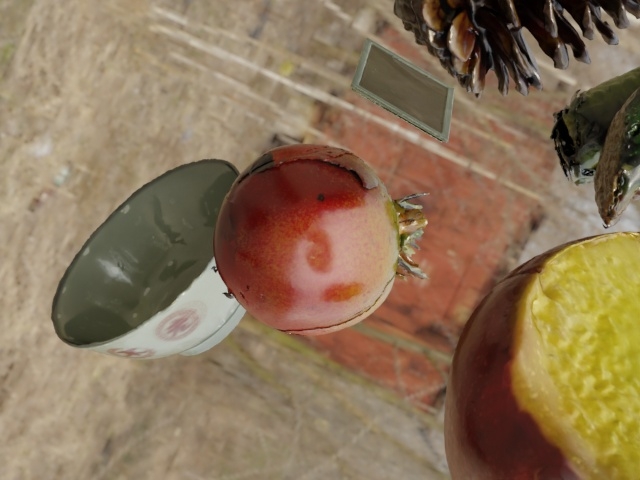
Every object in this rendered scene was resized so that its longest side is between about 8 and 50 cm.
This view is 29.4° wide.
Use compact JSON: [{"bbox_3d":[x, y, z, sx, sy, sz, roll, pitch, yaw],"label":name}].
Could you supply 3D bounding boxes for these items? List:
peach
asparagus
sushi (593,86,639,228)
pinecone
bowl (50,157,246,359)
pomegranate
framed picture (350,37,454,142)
[{"bbox_3d":[0.198,0.130,0.788,0.248,0.275,0.245,40,-56,48],"label":"peach"},{"bbox_3d":[0.496,-0.204,1.675,0.382,0.128,0.108,-26,155,11],"label":"asparagus"},{"bbox_3d":[0.439,-0.137,1.532,0.287,0.149,0.140,-27,-162,-15],"label":"sushi"},{"bbox_3d":[0.210,-0.264,1.170,0.246,0.292,0.246,-14,90,-71],"label":"pinecone"},{"bbox_3d":[-0.198,0.057,1.708,0.337,0.157,0.337,-29,-146,22],"label":"bowl"},{"bbox_3d":[0.000,0.000,1.319,0.210,0.235,0.210,179,-90,-83],"label":"pomegranate"},{"bbox_3d":[0.108,-0.197,1.586,0.011,0.142,0.183,-57,-172,28],"label":"framed picture"}]
